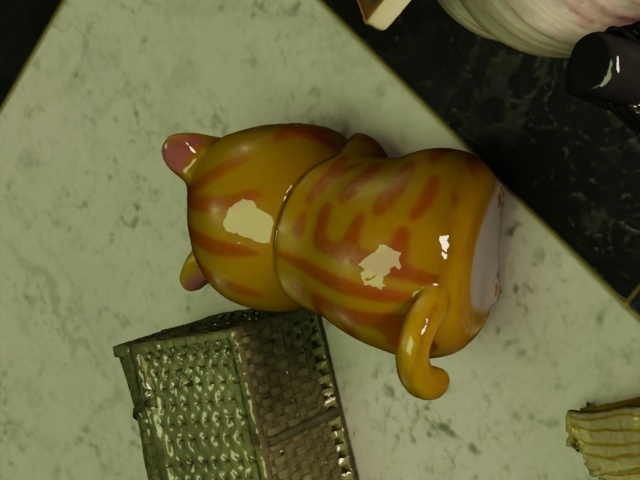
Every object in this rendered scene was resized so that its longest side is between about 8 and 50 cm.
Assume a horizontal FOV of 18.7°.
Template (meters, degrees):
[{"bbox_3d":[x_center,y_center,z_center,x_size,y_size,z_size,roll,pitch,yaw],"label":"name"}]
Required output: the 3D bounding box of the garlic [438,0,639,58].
[{"bbox_3d":[0.213,-0.199,1.299,0.253,0.245,0.245,40,126,-17],"label":"garlic"}]

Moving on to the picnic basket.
[{"bbox_3d":[-0.075,0.162,1.605,0.154,0.134,0.196,-10,95,32],"label":"picnic basket"}]

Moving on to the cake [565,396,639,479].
[{"bbox_3d":[0.246,0.149,1.396,0.185,0.116,0.079,-11,96,31],"label":"cake"}]

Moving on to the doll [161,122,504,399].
[{"bbox_3d":[0.019,-0.002,1.489,0.270,0.162,0.166,18,117,37],"label":"doll"}]

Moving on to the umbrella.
[{"bbox_3d":[0.258,-0.090,1.237,0.122,0.272,0.110,54,125,40],"label":"umbrella"}]

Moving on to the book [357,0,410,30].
[{"bbox_3d":[0.066,-0.351,1.325,0.262,0.028,0.374,-50,38,28],"label":"book"}]
